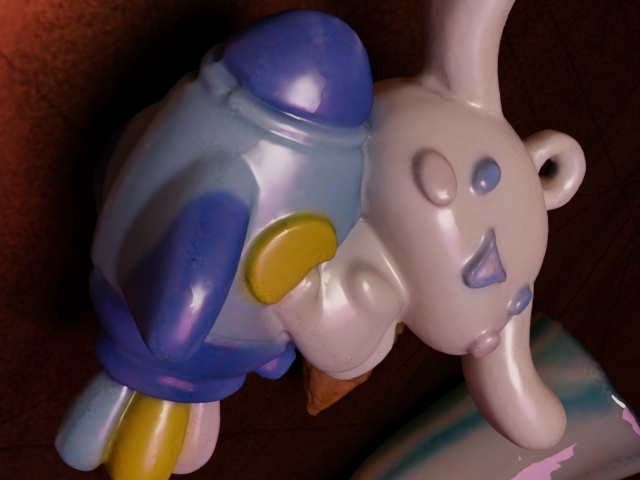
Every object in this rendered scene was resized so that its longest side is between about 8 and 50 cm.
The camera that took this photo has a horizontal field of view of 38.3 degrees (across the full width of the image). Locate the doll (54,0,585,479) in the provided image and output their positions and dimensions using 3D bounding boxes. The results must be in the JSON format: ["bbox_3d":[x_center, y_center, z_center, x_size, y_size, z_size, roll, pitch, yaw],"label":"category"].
[{"bbox_3d":[0.002,0.001,0.555,0.365,0.187,0.376,-14,97,-13],"label":"doll"}]

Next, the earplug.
[{"bbox_3d":[0.140,0.231,0.915,0.324,0.185,0.185,-33,136,0],"label":"earplug"}]

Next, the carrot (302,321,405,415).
[{"bbox_3d":[0.044,0.042,0.747,0.102,0.102,0.263,6,122,-38],"label":"carrot"}]
